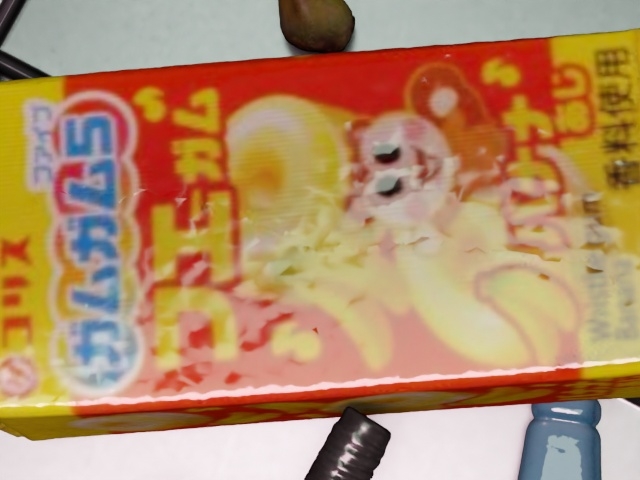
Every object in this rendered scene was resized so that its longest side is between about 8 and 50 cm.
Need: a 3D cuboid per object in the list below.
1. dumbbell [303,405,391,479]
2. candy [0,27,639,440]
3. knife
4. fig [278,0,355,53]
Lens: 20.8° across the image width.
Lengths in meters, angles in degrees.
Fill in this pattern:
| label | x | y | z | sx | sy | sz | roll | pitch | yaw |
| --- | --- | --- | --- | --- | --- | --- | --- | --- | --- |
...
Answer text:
| label | x | y | z | sx | sy | sz | roll | pitch | yaw |
| --- | --- | --- | --- | --- | --- | --- | --- | --- | --- |
| dumbbell | -0.060 | 0.210 | 0.668 | 0.143 | 0.143 | 0.325 | 29 | 90 | 5 |
| candy | 0.000 | 0.000 | 0.711 | 0.276 | 0.088 | 0.146 | -3 | 78 | 5 |
| knife | 0.098 | 0.046 | 0.746 | 0.058 | 0.032 | 0.244 | 2 | 79 | 9 |
| fig | 0.001 | -0.234 | 0.710 | 0.217 | 0.217 | 0.320 | -2 | 102 | 2 |
